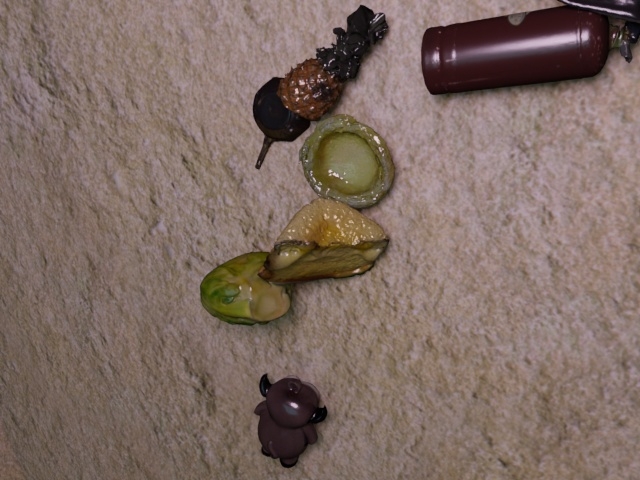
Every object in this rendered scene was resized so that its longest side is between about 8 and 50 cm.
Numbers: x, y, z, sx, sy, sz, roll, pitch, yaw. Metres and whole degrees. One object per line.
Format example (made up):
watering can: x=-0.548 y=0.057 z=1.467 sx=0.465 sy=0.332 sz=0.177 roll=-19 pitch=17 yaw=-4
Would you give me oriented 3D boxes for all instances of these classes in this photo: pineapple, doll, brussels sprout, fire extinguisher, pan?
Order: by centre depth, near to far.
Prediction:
fire extinguisher: x=0.339 y=-0.315 z=0.924 sx=0.337 sy=0.114 sz=0.135 roll=1 pitch=80 yaw=27
pineapple: x=0.028 y=-0.329 z=1.069 sx=0.237 sy=0.111 sz=0.119 roll=-46 pitch=45 yaw=20
pan: x=-0.088 y=-0.232 z=1.202 sx=0.128 sy=0.048 sz=0.202 roll=13 pitch=113 yaw=22
brussels sprout: x=-0.161 y=0.105 z=1.265 sx=0.223 sy=0.223 sz=0.161 roll=-2 pitch=87 yaw=28
doll: x=-0.075 y=0.425 z=1.376 sx=0.182 sy=0.117 sz=0.257 roll=21 pitch=116 yaw=18

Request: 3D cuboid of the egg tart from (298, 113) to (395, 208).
egg tart: x=0.058 y=-0.152 z=1.139 sx=0.197 sy=0.078 sz=0.197 roll=10 pitch=114 yaw=24

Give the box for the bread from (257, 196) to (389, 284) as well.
bread: x=-0.007 y=-0.006 z=1.159 sx=0.174 sy=0.251 sz=0.133 roll=119 pitch=140 yaw=-59

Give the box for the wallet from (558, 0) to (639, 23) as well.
wallet: x=0.514 y=-0.401 z=0.803 sx=0.323 sy=0.041 sz=0.247 roll=22 pitch=92 yaw=20
